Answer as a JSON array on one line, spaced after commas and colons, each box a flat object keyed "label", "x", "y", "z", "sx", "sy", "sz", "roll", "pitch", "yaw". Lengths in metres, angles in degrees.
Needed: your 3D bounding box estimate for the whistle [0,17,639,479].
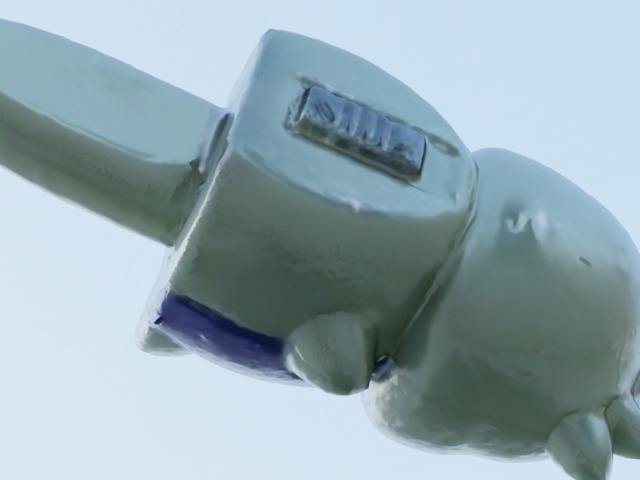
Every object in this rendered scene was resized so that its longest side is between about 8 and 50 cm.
[{"label": "whistle", "x": 0.000, "y": 0.000, "z": 0.547, "sx": 0.244, "sy": 0.110, "sz": 0.092, "roll": 22, "pitch": -48, "yaw": -8}]
